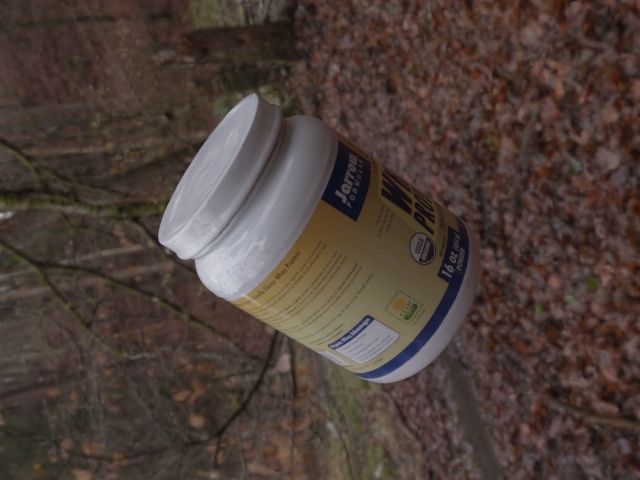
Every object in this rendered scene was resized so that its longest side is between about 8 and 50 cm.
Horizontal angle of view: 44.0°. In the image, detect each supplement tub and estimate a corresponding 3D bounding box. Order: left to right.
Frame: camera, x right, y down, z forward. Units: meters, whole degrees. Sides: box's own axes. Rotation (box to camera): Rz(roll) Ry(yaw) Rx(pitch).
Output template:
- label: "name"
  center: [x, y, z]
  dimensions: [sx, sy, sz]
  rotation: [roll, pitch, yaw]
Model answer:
- label: "supplement tub"
  center: [0.000, 0.000, 0.907]
  dimensions: [0.228, 0.316, 0.228]
  rotation: [-46, 24, 27]
